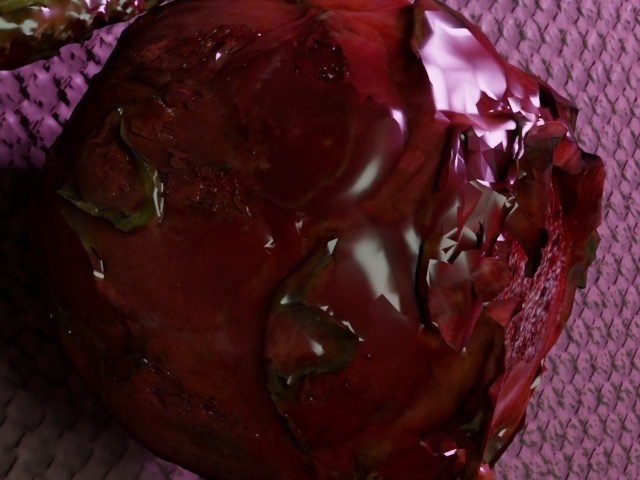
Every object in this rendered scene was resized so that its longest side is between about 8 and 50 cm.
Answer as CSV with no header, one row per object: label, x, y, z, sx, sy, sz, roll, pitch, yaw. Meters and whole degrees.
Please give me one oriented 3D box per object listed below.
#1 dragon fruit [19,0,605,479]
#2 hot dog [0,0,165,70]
dragon fruit,0.000,0.000,0.893,0.301,0.295,0.295,31,61,1
hot dog,-0.163,-0.188,0.790,0.405,0.185,0.223,-35,84,-40
